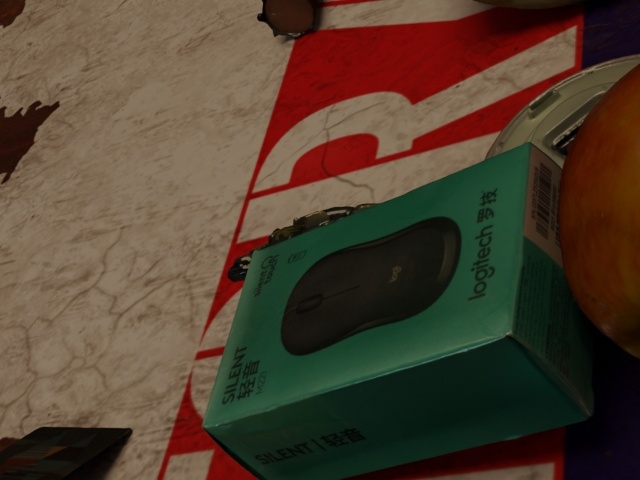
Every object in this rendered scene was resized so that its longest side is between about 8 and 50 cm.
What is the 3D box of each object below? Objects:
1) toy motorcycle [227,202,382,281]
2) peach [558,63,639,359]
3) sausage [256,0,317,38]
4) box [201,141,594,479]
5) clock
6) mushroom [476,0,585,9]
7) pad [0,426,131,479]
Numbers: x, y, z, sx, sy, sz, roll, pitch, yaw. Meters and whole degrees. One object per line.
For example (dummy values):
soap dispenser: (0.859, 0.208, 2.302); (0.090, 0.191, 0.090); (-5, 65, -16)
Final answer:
toy motorcycle: (0.000, 0.000, 1.120); (0.193, 0.061, 0.124); (-19, 7, 44)
peach: (0.294, -0.035, 0.787); (0.281, 0.238, 0.281); (-61, -3, -4)
sausage: (-0.030, -0.422, 1.617); (0.082, 0.082, 0.371); (-19, 39, 23)
box: (0.064, 0.070, 0.929); (0.311, 0.118, 0.205); (-21, 36, 35)
clock: (0.257, -0.082, 1.027); (0.244, 0.056, 0.244); (-22, 40, 19)
mushroom: (0.271, -0.388, 1.250); (0.292, 0.212, 0.217); (-43, 8, 31)
pad: (-0.300, 0.228, 1.094); (0.143, 0.003, 0.211); (-6, 16, 35)
